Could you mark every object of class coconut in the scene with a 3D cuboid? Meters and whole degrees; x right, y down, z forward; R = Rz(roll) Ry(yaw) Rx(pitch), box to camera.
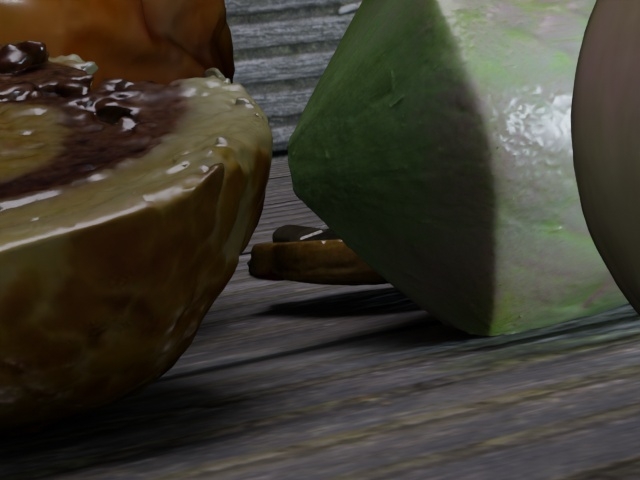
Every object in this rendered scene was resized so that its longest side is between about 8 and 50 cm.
[{"bbox_3d":[0.096,-0.054,0.927,0.236,0.235,0.204,-8,-26,-11],"label":"coconut"}]

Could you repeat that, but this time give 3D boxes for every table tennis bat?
[{"bbox_3d":[0.000,0.000,1.359,0.131,0.022,0.234,-20,6,-12],"label":"table tennis bat"}]

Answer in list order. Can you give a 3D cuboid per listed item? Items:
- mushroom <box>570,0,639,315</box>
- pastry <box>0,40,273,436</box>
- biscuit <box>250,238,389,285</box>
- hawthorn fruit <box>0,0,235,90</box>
[{"bbox_3d":[0.259,-0.066,0.466,0.353,0.353,0.325,-10,37,-29],"label":"mushroom"},{"bbox_3d":[-0.145,0.010,0.782,0.256,0.170,0.237,-9,28,-27],"label":"pastry"},{"bbox_3d":[0.070,0.012,1.091,0.226,0.036,0.166,-3,1,-13],"label":"biscuit"},{"bbox_3d":[-0.275,-0.137,1.053,0.472,0.471,0.472,-7,5,1],"label":"hawthorn fruit"}]
